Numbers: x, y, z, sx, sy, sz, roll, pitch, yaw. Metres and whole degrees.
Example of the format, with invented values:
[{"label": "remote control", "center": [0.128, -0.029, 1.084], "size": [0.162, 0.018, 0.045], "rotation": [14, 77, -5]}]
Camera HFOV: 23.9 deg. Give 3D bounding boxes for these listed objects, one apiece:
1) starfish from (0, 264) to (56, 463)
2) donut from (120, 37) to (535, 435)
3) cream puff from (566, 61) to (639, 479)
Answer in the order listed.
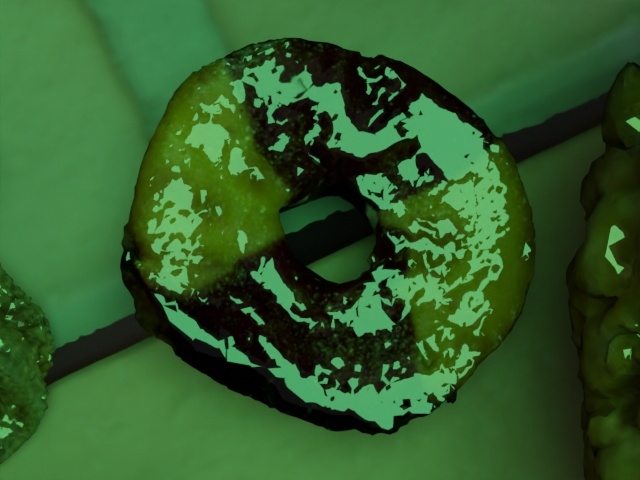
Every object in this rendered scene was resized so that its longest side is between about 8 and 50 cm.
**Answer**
[{"label": "starfish", "center": [-0.154, 0.014, 0.489], "size": [0.150, 0.053, 0.209], "rotation": [8, 82, -24]}, {"label": "donut", "center": [0.000, 0.000, 0.525], "size": [0.140, 0.059, 0.140], "rotation": [1, 83, -8]}, {"label": "cream puff", "center": [0.230, 0.031, 0.467], "size": [0.343, 0.231, 0.327], "rotation": [-29, 100, -24]}]
